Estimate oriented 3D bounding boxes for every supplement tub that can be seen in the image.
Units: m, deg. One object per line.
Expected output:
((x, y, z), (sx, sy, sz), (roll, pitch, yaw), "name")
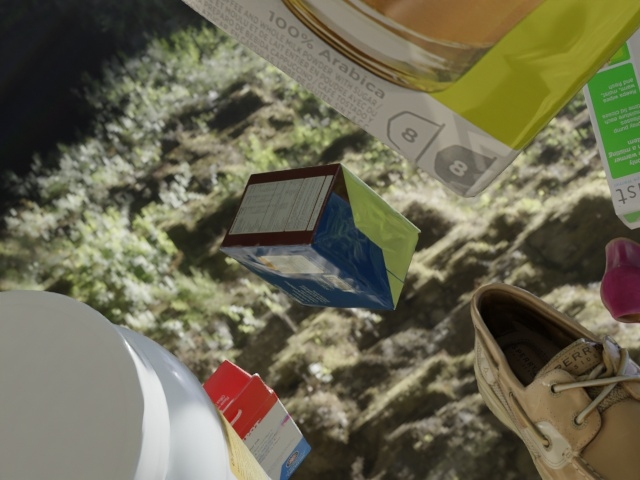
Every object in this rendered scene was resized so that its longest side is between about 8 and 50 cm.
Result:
((-0.150, 0.192, 0.608), (0.228, 0.228, 0.316), (46, -14, 34), "supplement tub")

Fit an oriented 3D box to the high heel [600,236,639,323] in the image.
((0.427, 0.090, 1.050), (0.244, 0.117, 0.082), (30, -45, -13), "high heel")

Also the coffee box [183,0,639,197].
((0.055, -0.296, 0.333), (0.337, 0.338, 0.334), (34, -30, 0), "coffee box")

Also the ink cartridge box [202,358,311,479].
((-0.105, 0.233, 1.069), (0.078, 0.134, 0.231), (30, -21, 30), "ink cartridge box")

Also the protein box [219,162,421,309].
((0.000, 0.000, 1.382), (0.201, 0.136, 0.199), (-2, -30, 46), "protein box")

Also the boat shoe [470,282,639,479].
((0.221, 0.141, 0.780), (0.341, 0.121, 0.110), (40, -26, 60), "boat shoe")

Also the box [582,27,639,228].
((0.458, -0.159, 1.086), (0.126, 0.261, 0.231), (18, 60, -62), "box")
